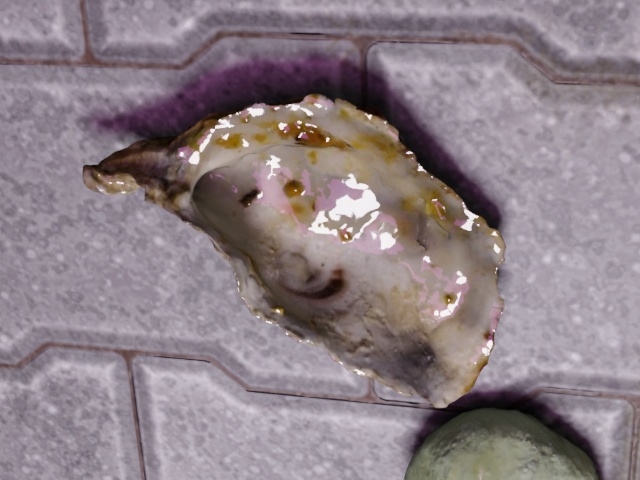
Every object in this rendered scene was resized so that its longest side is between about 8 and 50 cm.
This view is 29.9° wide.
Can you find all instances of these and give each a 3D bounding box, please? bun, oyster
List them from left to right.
[{"bbox_3d":[0.003,-0.027,1.044,0.396,0.111,0.204,33,102,-2],"label":"oyster"},{"bbox_3d":[0.169,0.256,1.121,0.195,0.118,0.195,7,115,14],"label":"bun"}]
